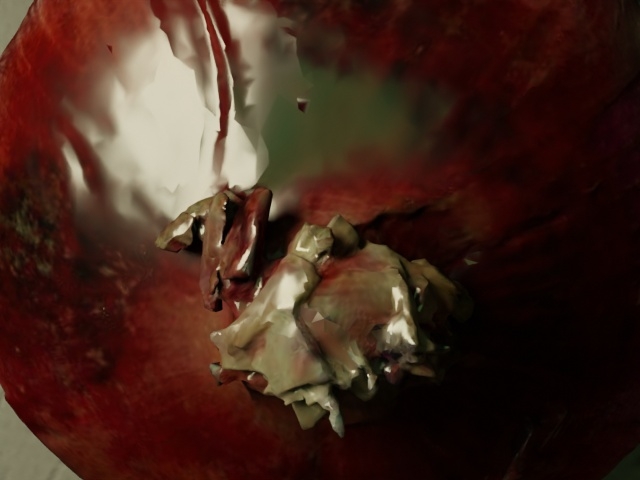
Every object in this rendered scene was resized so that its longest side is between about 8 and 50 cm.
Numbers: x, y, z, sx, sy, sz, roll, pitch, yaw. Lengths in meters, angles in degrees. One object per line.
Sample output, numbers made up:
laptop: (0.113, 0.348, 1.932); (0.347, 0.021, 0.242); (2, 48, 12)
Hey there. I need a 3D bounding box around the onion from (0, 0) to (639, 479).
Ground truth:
onion: (0.000, 0.000, 0.687); (0.347, 0.285, 0.347); (0, 103, 2)
